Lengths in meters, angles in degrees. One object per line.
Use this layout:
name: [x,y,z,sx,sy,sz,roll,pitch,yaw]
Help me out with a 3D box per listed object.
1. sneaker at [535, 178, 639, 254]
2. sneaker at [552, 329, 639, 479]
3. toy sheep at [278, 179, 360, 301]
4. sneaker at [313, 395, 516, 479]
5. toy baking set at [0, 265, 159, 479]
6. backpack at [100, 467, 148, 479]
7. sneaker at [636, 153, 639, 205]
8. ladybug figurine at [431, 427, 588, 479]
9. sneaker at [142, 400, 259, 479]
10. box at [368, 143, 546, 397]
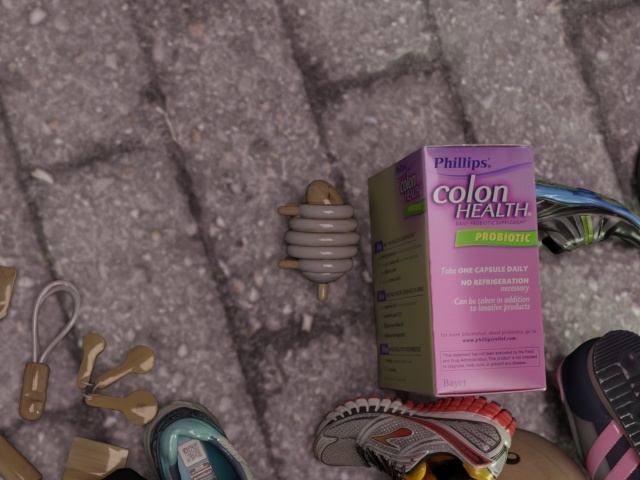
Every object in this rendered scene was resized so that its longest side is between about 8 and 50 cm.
sneaker: [0.295,-0.020,1.319,0.188,0.067,0.078,12,104,-12]
sneaker: [0.346,0.261,1.248,0.112,0.131,0.319,-9,77,-23]
toy sheep: [0.000,0.000,1.240,0.091,0.091,0.132,-2,99,-12]
sneaker: [0.086,0.215,1.180,0.088,0.225,0.093,49,45,-38]
toy baking set: [-0.282,0.153,1.183,0.256,0.030,0.197,38,79,8]
backpack: [-0.141,0.445,1.073,0.273,0.290,0.355,-37,120,-12]
sneaker: [0.460,-0.133,1.336,0.101,0.106,0.267,31,81,-9]
ladybug figurine: [0.166,0.417,1.194,0.305,0.162,0.449,21,81,-10]
sneaker: [-0.090,0.296,1.172,0.110,0.122,0.283,-36,92,-11]
box: [0.136,0.036,1.196,0.117,0.213,0.243,-2,85,-12]
